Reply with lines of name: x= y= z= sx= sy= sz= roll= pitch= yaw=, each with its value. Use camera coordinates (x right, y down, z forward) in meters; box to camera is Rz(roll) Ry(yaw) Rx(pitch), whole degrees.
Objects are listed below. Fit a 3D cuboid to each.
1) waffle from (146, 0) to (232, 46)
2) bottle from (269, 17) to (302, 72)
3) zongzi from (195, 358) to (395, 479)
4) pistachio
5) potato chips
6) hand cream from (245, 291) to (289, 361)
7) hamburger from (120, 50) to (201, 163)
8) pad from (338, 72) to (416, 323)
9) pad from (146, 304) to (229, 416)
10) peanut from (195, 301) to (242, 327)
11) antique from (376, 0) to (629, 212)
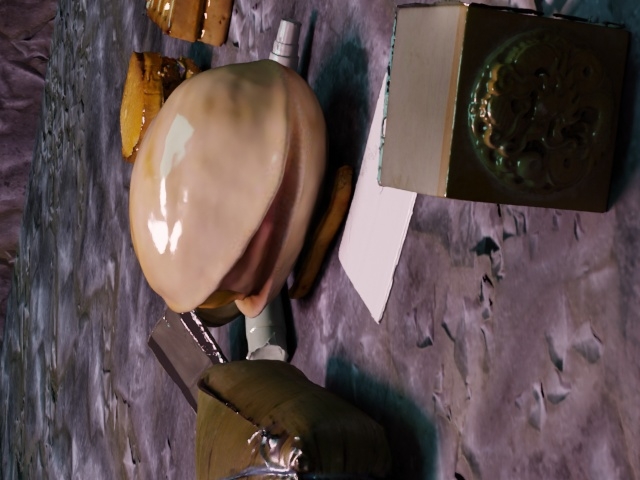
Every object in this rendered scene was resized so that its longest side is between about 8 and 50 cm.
waffle: x=-0.182 y=-0.473 z=2.151 sx=0.224 sy=0.098 sz=0.328 roll=-134 pitch=54 yaw=-63
bottle: x=-0.057 y=-0.169 z=1.774 sx=0.060 sy=0.060 sz=0.217 roll=-131 pitch=48 yaw=-63
zongzi: x=-0.040 y=0.323 z=1.456 sx=0.323 sy=0.160 sz=0.360 roll=-159 pitch=76 yaw=-71
pistachio: x=-0.098 y=-0.062 z=1.632 sx=0.230 sy=0.230 sz=0.309 roll=-134 pitch=56 yaw=-64
potato chips: x=0.000 y=0.000 z=1.625 sx=0.037 sy=0.026 sz=0.204 roll=-99 pitch=23 yaw=-45
hand cream: x=-0.072 y=0.066 z=1.779 sx=0.078 sy=0.050 sz=0.205 roll=115 pitch=156 yaw=-43
hamburger: x=-0.248 y=-0.196 z=2.228 sx=0.182 sy=0.118 sz=0.191 roll=143 pitch=133 yaw=-68
pad: x=0.065 y=-0.047 z=1.485 sx=0.156 sy=0.004 sz=0.232 roll=-119 pitch=39 yaw=-58
pad: x=-0.146 y=0.189 z=1.846 sx=0.233 sy=0.022 sz=0.174 roll=57 pitch=148 yaw=13
peanut: x=-0.167 y=-0.018 z=1.933 sx=0.120 sy=0.136 sz=0.298 roll=105 pitch=161 yaw=-56
antique: x=0.140 y=-0.103 z=1.083 sx=0.148 sy=0.146 sz=0.152 roll=-159 pitch=74 yaw=-68
